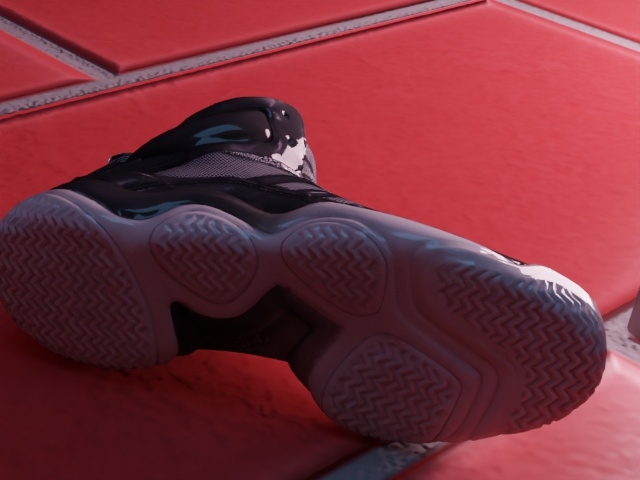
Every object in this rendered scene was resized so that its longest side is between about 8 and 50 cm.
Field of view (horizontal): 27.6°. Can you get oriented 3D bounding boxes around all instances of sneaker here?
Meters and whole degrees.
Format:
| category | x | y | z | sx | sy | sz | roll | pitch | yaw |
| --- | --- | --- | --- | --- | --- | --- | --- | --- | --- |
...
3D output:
| category | x | y | z | sx | sy | sz | roll | pitch | yaw |
| --- | --- | --- | --- | --- | --- | --- | --- | --- | --- |
| sneaker | 0.000 | 0.000 | 0.596 | 0.269 | 0.101 | 0.153 | 9 | 31 | 12 |

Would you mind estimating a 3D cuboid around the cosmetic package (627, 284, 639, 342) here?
| category | x | y | z | sx | sy | sz | roll | pitch | yaw |
| --- | --- | --- | --- | --- | --- | --- | --- | --- | --- |
| cosmetic package | 0.240 | 0.025 | 0.356 | 0.217 | 0.156 | 0.385 | 15 | 8 | 1 |
